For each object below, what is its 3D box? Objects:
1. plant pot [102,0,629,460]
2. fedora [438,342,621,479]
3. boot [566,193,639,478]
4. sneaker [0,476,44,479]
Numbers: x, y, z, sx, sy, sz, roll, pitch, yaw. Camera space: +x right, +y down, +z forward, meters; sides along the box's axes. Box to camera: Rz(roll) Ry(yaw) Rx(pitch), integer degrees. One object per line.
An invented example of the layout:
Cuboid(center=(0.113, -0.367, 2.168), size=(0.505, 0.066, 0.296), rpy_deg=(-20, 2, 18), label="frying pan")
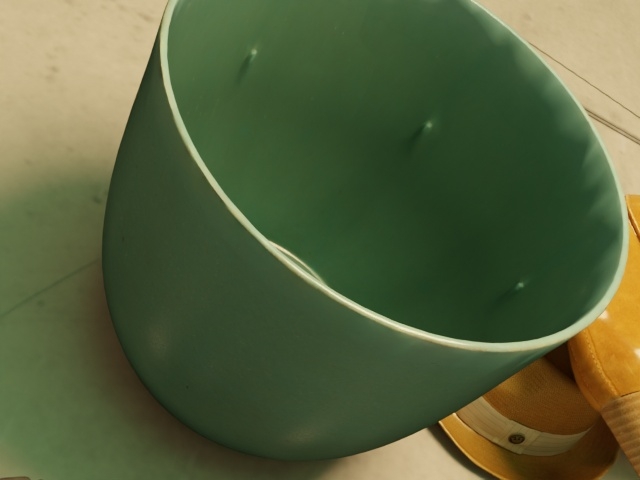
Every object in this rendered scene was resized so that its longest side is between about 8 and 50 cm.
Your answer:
Cuboid(center=(0.000, 0.000, 0.697), size=(0.293, 0.235, 0.293), rpy_deg=(17, 48, -20), label="plant pot")
Cuboid(center=(0.161, 0.091, 0.838), size=(0.194, 0.079, 0.194), rpy_deg=(17, 47, -20), label="fedora")
Cuboid(center=(0.281, 0.064, 0.830), size=(0.295, 0.104, 0.211), rpy_deg=(-4, 68, -46), label="boot")
Cuboid(center=(-0.211, 0.162, 0.491), size=(0.267, 0.101, 0.106), rpy_deg=(14, 61, -52), label="sneaker")
